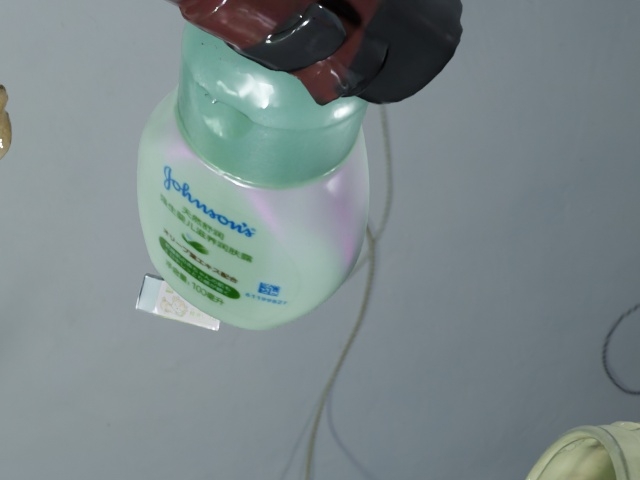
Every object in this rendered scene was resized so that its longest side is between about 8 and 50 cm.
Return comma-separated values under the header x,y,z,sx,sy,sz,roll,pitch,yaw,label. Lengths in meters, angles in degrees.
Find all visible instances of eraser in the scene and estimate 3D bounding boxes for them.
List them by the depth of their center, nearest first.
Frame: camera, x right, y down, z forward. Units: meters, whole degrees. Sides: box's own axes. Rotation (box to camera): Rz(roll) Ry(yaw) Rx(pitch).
x,y,z,sx,sy,sz,roll,pitch,yaw,label
-0.135,0.060,0.873,0.083,0.019,0.038,16,98,-3,eraser

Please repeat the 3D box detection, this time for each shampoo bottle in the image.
x,y,z,sx,sy,sz,roll,pitch,yaw,label
-0.050,-0.072,0.742,0.222,0.349,0.151,37,57,11,shampoo bottle

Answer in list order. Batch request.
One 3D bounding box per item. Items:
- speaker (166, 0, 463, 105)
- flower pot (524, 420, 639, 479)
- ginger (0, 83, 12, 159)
x,y,z,sx,sy,sz,roll,pitch,yaw,label
-0.085,-0.203,0.460,0.329,0.259,0.198,14,127,-46,speaker
0.335,0.344,0.881,0.244,0.307,0.307,19,102,-7,flower pot
-0.416,-0.135,0.913,0.213,0.074,0.137,27,88,-60,ginger
